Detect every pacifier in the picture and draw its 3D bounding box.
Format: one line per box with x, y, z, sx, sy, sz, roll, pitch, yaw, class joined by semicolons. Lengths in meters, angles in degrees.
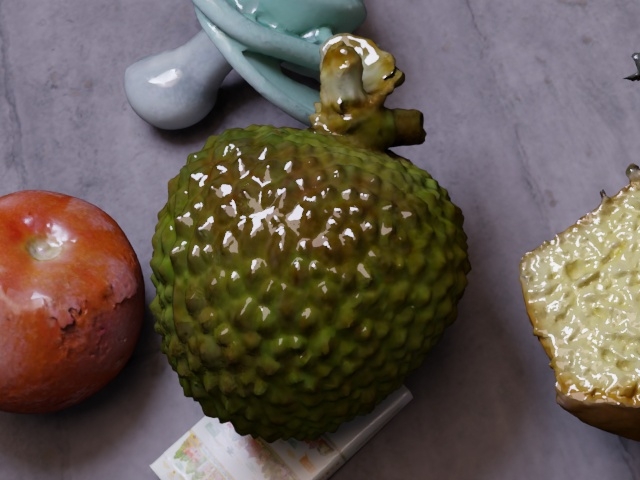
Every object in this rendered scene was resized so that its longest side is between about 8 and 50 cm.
-0.100;-0.213;1.260;0.269;0.288;0.343;-41;55;24;pacifier

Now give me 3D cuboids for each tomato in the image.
-0.268;0.063;1.191;0.208;0.184;0.208;12;46;-12;tomato

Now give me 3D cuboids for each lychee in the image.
-0.005;0.011;1.072;0.320;0.270;0.270;-47;62;14;lychee

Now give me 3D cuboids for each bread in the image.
0.328;0.036;1.051;0.340;0.179;0.194;-34;61;1;bread

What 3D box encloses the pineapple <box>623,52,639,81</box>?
0.425;-0.265;1.160;0.223;0.223;0.357;38;98;26;pineapple

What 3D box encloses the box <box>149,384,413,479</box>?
-0.035;0.175;1.165;0.220;0.032;0.122;-42;64;-7;box
